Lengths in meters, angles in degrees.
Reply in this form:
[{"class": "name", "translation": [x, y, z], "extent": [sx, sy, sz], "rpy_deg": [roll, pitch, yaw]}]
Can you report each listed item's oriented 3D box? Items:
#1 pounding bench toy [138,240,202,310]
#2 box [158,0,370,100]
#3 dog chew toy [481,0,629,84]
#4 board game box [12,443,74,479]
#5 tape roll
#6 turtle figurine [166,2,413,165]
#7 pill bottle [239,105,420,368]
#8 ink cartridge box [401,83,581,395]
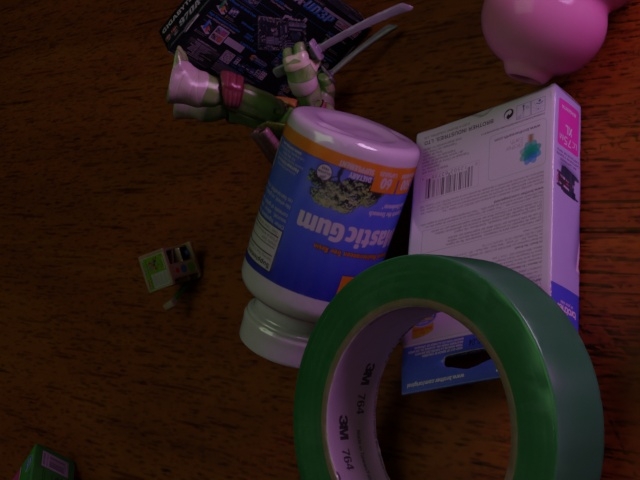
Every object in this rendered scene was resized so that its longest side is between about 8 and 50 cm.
[{"class": "pounding bench toy", "translation": [-0.198, 0.050, 1.578], "extent": [0.052, 0.065, 0.083], "rpy_deg": [-20, 86, 39]}, {"class": "box", "translation": [-0.069, -0.271, 1.489], "extent": [0.175, 0.220, 0.051], "rpy_deg": [-47, 43, 19]}, {"class": "dog chew toy", "translation": [0.260, -0.324, 1.190], "extent": [0.207, 0.207, 0.331], "rpy_deg": [19, 91, 50]}, {"class": "board game box", "translation": [-0.439, 0.460, 1.535], "extent": [0.316, 0.064, 0.242], "rpy_deg": [-56, 17, 8]}, {"class": "tape roll", "translation": [0.110, 0.174, 1.089], "extent": [0.321, 0.077, 0.321], "rpy_deg": [-4, 84, 45]}, {"class": "turtle figurine", "translation": [-0.039, -0.202, 1.400], "extent": [0.197, 0.266, 0.274], "rpy_deg": [-81, 2, -63]}, {"class": "pill bottle", "translation": [0.000, 0.000, 1.288], "extent": [0.152, 0.152, 0.272], "rpy_deg": [39, 117, 50]}, {"class": "ink cartridge box", "translation": [0.176, 0.007, 1.192], "extent": [0.186, 0.065, 0.311], "rpy_deg": [-17, 55, 41]}]
